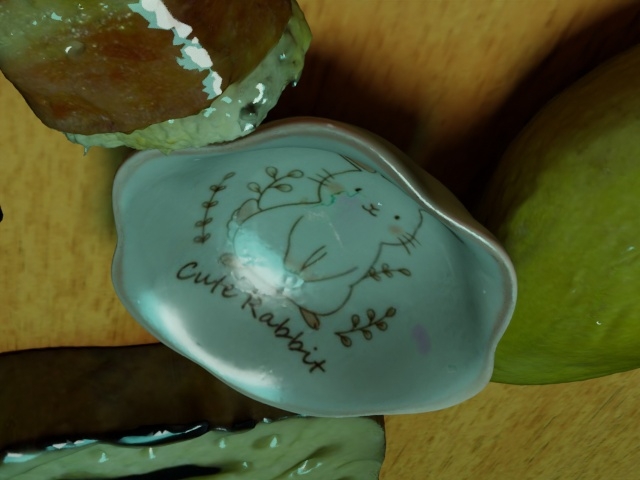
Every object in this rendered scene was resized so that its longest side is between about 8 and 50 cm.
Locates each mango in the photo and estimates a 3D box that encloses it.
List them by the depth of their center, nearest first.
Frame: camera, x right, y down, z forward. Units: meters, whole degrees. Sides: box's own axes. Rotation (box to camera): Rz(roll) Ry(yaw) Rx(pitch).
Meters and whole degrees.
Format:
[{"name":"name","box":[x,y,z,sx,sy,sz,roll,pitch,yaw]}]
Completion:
[{"name":"mango","box":[0.178,-0.005,0.731,0.195,0.142,0.331,4,156,-17]}]

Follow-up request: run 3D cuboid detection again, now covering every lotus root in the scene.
[{"name":"lotus root","box":[-0.113,0.186,1.019,0.375,0.111,0.390,-27,142,28]}]

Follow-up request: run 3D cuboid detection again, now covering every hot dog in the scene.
[{"name":"hot dog","box":[-0.088,-0.117,0.506,0.146,0.103,0.213,4,146,24]}]

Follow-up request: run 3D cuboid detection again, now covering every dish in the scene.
[{"name":"dish","box":[0.000,0.000,0.718,0.230,0.081,0.229,11,138,10]}]

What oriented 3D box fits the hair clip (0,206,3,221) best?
[{"name":"hair clip","box":[-0.258,-0.015,0.539,0.206,0.194,0.310,-1,161,38]}]
